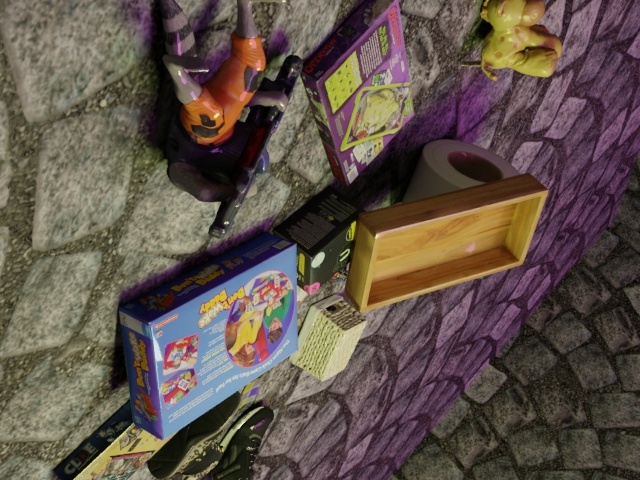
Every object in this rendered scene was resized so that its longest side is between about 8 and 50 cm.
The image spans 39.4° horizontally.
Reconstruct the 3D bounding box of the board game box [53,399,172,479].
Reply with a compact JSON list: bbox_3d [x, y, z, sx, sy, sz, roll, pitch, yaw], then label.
[{"bbox_3d":[-0.360,0.376,1.641,0.243,0.042,0.165,-43,153,-23],"label":"board game box"}]

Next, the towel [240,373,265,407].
[{"bbox_3d":[-0.156,0.338,2.001,0.060,0.009,0.083,-16,136,-55],"label":"towel"}]

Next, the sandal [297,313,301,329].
[{"bbox_3d":[-0.119,0.191,1.836,0.180,0.049,0.072,-27,141,-20],"label":"sandal"}]

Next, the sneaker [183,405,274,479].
[{"bbox_3d":[-0.183,0.514,2.045,0.283,0.124,0.107,-48,156,-13],"label":"sneaker"}]

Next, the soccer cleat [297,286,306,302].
[{"bbox_3d":[-0.032,0.066,1.810,0.196,0.068,0.076,-33,134,-40],"label":"soccer cleat"}]

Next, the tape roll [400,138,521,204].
[{"bbox_3d":[0.315,-0.094,1.997,0.246,0.246,0.169,-24,142,-49],"label":"tape roll"}]

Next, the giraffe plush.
[{"bbox_3d":[0.393,-0.443,1.824,0.210,0.181,0.170,-10,131,-9],"label":"giraffe plush"}]

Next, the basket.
[{"bbox_3d":[0.019,0.226,2.056,0.113,0.103,0.167,-20,139,-52],"label":"basket"}]

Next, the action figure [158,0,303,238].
[{"bbox_3d":[-0.135,-0.196,1.227,0.330,0.179,0.341,107,3,-49],"label":"action figure"}]

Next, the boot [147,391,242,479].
[{"bbox_3d":[-0.236,0.401,1.852,0.236,0.085,0.178,-46,158,-3],"label":"boot"}]

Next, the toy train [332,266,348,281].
[{"bbox_3d":[0.031,0.069,1.963,0.036,0.027,0.158,-53,156,6],"label":"toy train"}]

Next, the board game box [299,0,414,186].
[{"bbox_3d":[0.075,-0.260,1.588,0.208,0.056,0.347,-44,155,-12],"label":"board game box"}]

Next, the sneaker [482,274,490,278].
[{"bbox_3d":[0.407,0.067,2.578,0.131,0.112,0.319,-39,154,7],"label":"sneaker"}]

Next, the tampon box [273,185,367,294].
[{"bbox_3d":[0.000,0.000,1.723,0.161,0.101,0.120,-40,152,-28],"label":"tampon box"}]

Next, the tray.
[{"bbox_3d":[0.252,-0.001,1.795,0.411,0.076,0.202,-15,134,-26],"label":"tray"}]

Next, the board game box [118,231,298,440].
[{"bbox_3d":[-0.180,0.158,1.556,0.347,0.078,0.233,-29,128,-44],"label":"board game box"}]
